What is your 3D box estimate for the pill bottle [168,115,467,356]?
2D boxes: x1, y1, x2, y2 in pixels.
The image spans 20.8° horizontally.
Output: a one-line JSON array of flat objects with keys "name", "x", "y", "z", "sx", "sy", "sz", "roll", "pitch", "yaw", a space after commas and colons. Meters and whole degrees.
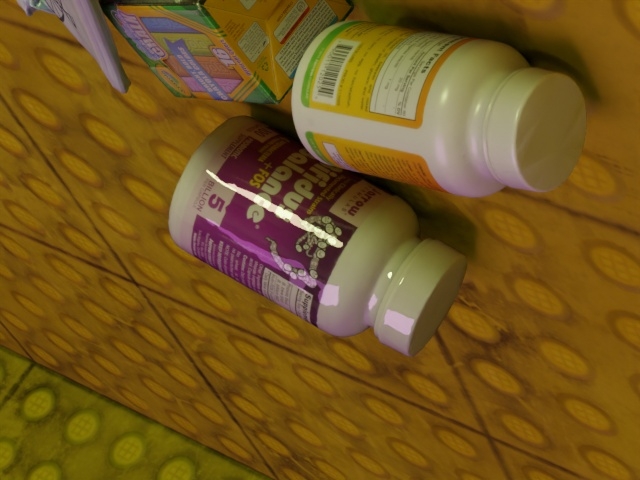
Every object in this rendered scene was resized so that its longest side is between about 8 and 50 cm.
[{"name": "pill bottle", "x": 0.000, "y": 0.000, "z": 1.886, "sx": 0.301, "sy": 0.169, "sz": 0.169, "roll": 29, "pitch": 159, "yaw": 16}]

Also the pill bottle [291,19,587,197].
[{"name": "pill bottle", "x": 0.105, "y": -0.112, "z": 1.521, "sx": 0.245, "sy": 0.136, "sz": 0.136, "roll": 16, "pitch": 152, "yaw": 42}]

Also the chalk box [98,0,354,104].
[{"name": "chalk box", "x": -0.103, "y": -0.219, "z": 1.623, "sx": 0.213, "sy": 0.132, "sz": 0.132, "roll": 10, "pitch": 148, "yaw": 51}]

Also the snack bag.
[{"name": "snack bag", "x": -0.304, "y": -0.315, "z": 1.632, "sx": 0.342, "sy": 0.037, "sz": 0.323, "roll": 48, "pitch": 167, "yaw": 28}]
